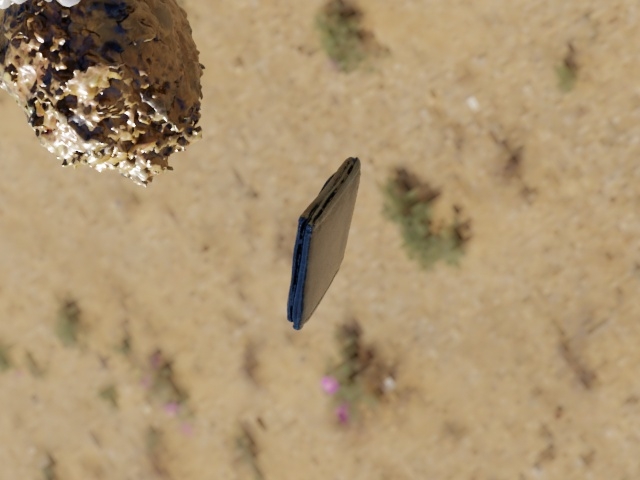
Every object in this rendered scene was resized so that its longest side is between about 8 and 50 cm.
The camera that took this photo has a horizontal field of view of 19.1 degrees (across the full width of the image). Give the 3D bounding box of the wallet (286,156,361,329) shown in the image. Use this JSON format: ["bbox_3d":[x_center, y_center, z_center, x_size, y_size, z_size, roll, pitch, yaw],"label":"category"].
[{"bbox_3d":[0.000,0.000,1.479,0.026,0.088,0.129,24,140,13],"label":"wallet"}]

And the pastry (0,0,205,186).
[{"bbox_3d":[-0.231,-0.181,1.904,0.275,0.193,0.275,-21,-90,-78],"label":"pastry"}]

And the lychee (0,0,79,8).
[{"bbox_3d":[-0.260,-0.343,1.265,0.380,0.380,0.432,10,149,52],"label":"lychee"}]
